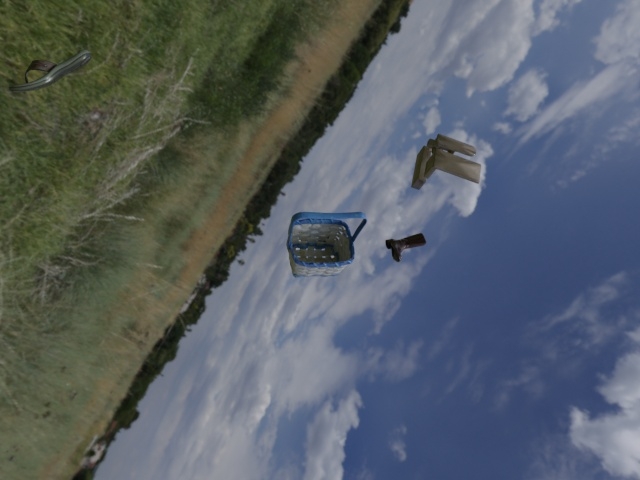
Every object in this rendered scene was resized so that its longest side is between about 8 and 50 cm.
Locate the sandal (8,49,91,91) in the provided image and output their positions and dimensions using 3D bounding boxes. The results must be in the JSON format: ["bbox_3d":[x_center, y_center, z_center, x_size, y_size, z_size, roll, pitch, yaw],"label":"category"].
[{"bbox_3d":[-0.984,-0.623,1.598,0.302,0.086,0.120,-37,-153,-13],"label":"sandal"}]

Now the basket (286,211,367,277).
[{"bbox_3d":[0.000,0.000,1.507,0.289,0.254,0.201,119,-33,-53],"label":"basket"}]

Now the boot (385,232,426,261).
[{"bbox_3d":[0.245,0.016,1.203,0.106,0.114,0.037,-109,-167,-56],"label":"boot"}]

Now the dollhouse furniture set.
[{"bbox_3d":[0.332,-0.193,1.169,0.151,0.123,0.144,118,-12,-64],"label":"dollhouse furniture set"}]
